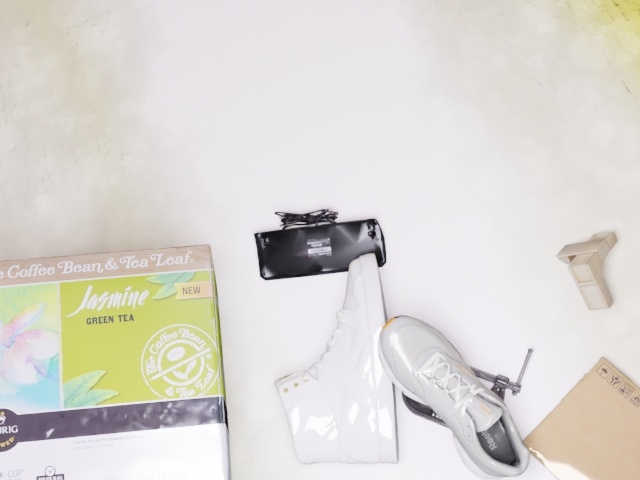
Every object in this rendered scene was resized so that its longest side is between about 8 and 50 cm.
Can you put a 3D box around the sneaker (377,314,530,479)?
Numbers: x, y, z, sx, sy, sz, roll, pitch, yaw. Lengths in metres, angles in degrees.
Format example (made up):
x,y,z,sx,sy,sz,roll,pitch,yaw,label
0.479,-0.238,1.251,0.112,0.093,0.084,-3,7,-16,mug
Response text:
x,y,z,sx,sy,sz,roll,pitch,yaw,label
0.182,0.198,1.453,0.099,0.121,0.262,-42,93,-14,sneaker

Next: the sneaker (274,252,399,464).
x,y,z,sx,sy,sz,roll,pitch,yaw,label
0.015,0.163,1.556,0.169,0.108,0.293,-5,72,8,sneaker

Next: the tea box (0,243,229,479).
x,y,z,sx,sy,sz,roll,pitch,yaw,label
-0.292,0.196,1.513,0.329,0.220,0.324,-5,73,-5,tea box

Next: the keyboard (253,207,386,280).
x,y,z,sx,sy,sz,roll,pitch,yaw,label
0.000,0.000,1.661,0.192,0.038,0.100,-6,94,10,keyboard

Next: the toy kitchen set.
x,y,z,sx,sy,sz,roll,pitch,yaw,label
0.372,0.043,1.558,0.068,0.075,0.083,-10,26,48,toy kitchen set

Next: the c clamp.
x,y,z,sx,sy,sz,roll,pitch,yaw,label
0.197,0.195,1.551,0.160,0.022,0.137,14,81,16,c clamp

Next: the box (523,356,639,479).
x,y,z,sx,sy,sz,roll,pitch,yaw,label
0.390,0.277,1.476,0.164,0.021,0.201,-45,69,-4,box
